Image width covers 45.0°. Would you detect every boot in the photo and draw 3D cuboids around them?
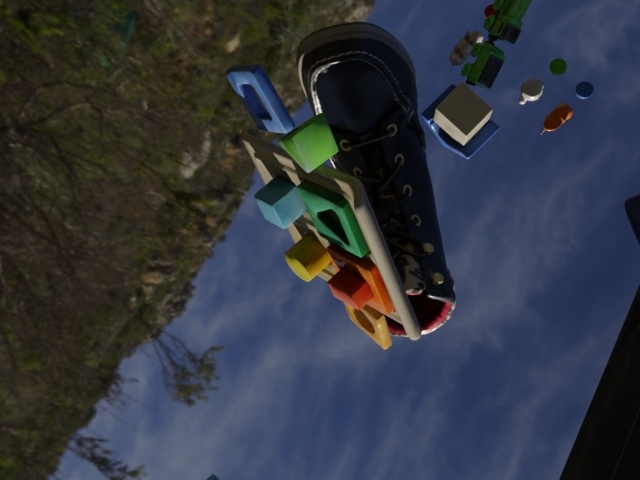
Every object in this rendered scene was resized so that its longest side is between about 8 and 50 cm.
[{"bbox_3d":[0.076,-0.058,0.953,0.138,0.377,0.284,-11,-115,8],"label":"boot"}]

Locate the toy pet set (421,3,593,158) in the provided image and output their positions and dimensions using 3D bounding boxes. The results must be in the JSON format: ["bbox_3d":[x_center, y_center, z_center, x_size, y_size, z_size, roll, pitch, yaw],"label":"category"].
[{"bbox_3d":[0.161,-0.130,0.711,0.114,0.065,0.122,-45,-99,-1],"label":"toy pet set"}]

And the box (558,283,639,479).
[{"bbox_3d":[0.347,0.199,0.548,0.312,0.179,0.343,21,-106,29],"label":"box"}]

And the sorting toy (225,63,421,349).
[{"bbox_3d":[0.000,0.000,0.712,0.047,0.348,0.196,-38,-141,-16],"label":"sorting toy"}]

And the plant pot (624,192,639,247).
[{"bbox_3d":[0.552,0.040,0.965,0.236,0.236,0.212,-26,-133,32],"label":"plant pot"}]

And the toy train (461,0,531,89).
[{"bbox_3d":[0.107,-0.127,0.447,0.083,0.017,0.024,-65,-154,13],"label":"toy train"}]

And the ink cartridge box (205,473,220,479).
[{"bbox_3d":[-0.119,0.385,0.961,0.090,0.092,0.143,-36,-118,-20],"label":"ink cartridge box"}]
